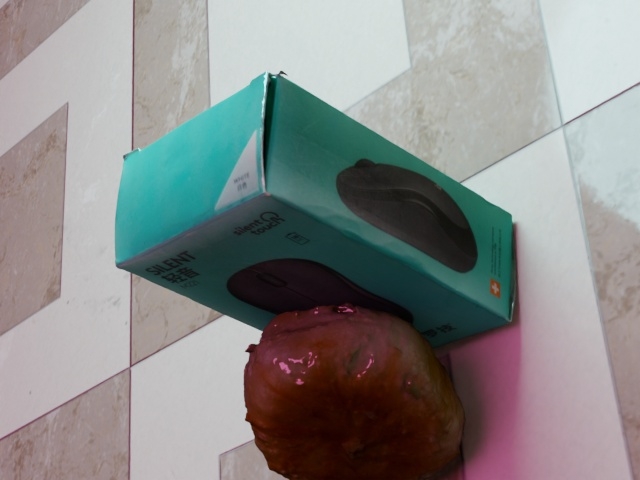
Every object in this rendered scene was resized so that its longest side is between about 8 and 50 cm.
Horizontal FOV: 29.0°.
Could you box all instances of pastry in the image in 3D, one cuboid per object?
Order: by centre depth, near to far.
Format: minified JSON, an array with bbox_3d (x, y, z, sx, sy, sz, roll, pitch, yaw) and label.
[{"bbox_3d":[0.030,0.146,1.078,0.182,0.192,0.093,-10,35,15],"label":"pastry"}]

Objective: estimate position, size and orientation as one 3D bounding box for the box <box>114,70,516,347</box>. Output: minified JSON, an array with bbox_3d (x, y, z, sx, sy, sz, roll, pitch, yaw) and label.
[{"bbox_3d":[0.000,0.000,1.090,0.205,0.311,0.118,-25,49,39],"label":"box"}]
